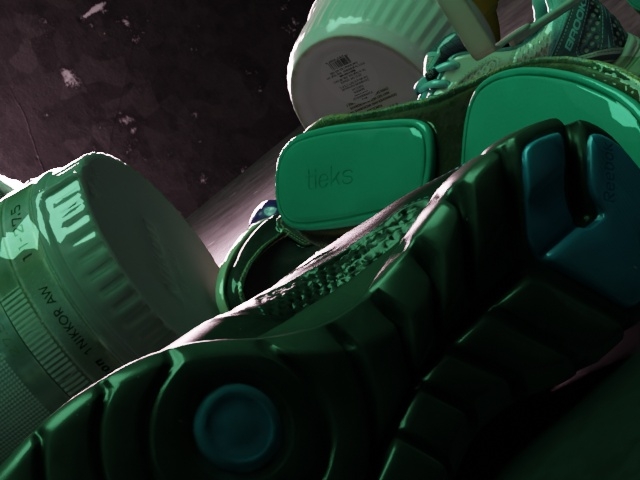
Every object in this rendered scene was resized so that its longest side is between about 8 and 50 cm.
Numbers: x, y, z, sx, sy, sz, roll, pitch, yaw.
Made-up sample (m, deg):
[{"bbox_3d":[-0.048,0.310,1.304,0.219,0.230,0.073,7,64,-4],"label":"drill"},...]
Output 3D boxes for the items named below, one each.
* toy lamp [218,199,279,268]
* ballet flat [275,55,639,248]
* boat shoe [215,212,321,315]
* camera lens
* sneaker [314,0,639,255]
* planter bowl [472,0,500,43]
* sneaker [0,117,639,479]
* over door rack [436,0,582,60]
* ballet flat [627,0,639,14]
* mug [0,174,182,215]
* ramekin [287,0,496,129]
[{"bbox_3d":[-0.108,0.055,1.491,0.080,0.080,0.275,-30,8,46],"label":"toy lamp"},{"bbox_3d":[0.102,-0.038,0.845,0.106,0.107,0.316,7,-1,-36],"label":"ballet flat"},{"bbox_3d":[0.000,0.000,1.259,0.079,0.084,0.233,-31,6,45],"label":"boat shoe"},{"bbox_3d":[-0.222,0.090,1.210,0.274,0.219,0.219,-35,7,13],"label":"camera lens"},{"bbox_3d":[0.096,-0.075,1.099,0.283,0.122,0.110,-38,7,-7],"label":"sneaker"},{"bbox_3d":[0.177,-0.265,2.134,0.217,0.090,0.217,-36,6,5],"label":"planter bowl"},{"bbox_3d":[-0.003,0.077,0.648,0.341,0.125,0.140,-31,-1,-27],"label":"sneaker"},{"bbox_3d":[0.263,-0.186,0.958,0.324,0.108,0.239,-20,-4,-37],"label":"over door rack"},{"bbox_3d":[0.329,-0.224,1.221,0.073,0.080,0.232,-9,-4,-26],"label":"ballet flat"},{"bbox_3d":[-0.326,0.052,1.805,0.374,0.276,0.328,-24,-12,10],"label":"mug"},{"bbox_3d":[0.065,-0.162,1.566,0.207,0.207,0.109,-31,18,44],"label":"ramekin"}]
